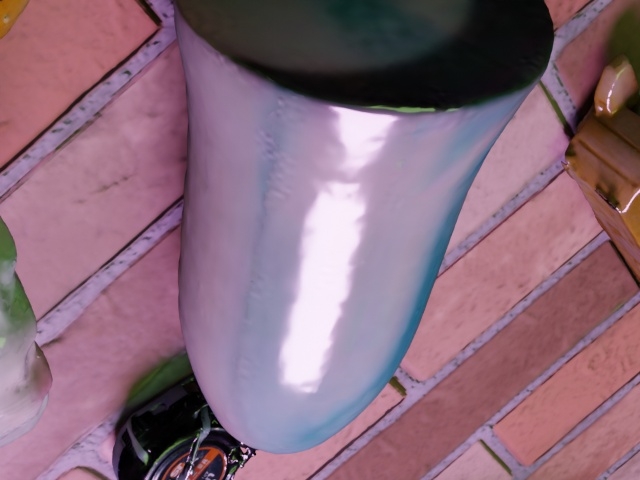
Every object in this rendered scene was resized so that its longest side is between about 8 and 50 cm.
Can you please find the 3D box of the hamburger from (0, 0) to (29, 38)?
[{"bbox_3d":[-0.178,-0.147,0.438,0.177,0.113,0.185,29,153,-10],"label":"hamburger"}]

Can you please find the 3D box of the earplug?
[{"bbox_3d":[0.000,0.000,0.686,0.185,0.185,0.324,-13,136,-25],"label":"earplug"}]

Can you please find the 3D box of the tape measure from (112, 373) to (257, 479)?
[{"bbox_3d":[-0.091,0.141,0.814,0.094,0.054,0.091,-43,135,-5],"label":"tape measure"}]

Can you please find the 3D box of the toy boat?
[{"bbox_3d":[0.273,-0.024,0.894,0.115,0.089,0.310,-44,136,1],"label":"toy boat"}]

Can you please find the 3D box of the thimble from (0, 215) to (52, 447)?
[{"bbox_3d":[-0.221,0.016,0.543,0.149,0.185,0.211,-21,101,-20],"label":"thimble"}]
